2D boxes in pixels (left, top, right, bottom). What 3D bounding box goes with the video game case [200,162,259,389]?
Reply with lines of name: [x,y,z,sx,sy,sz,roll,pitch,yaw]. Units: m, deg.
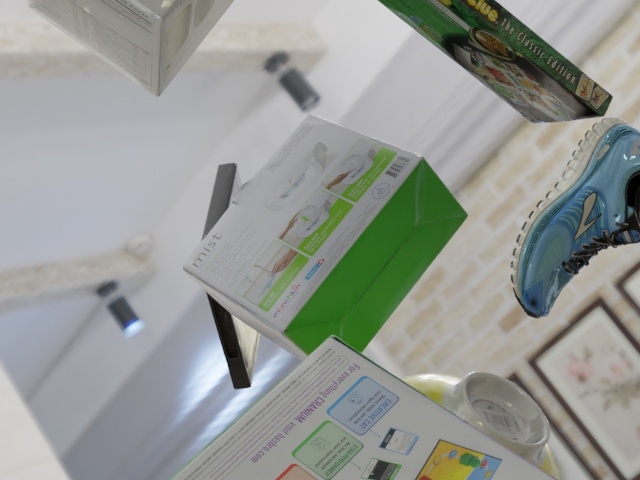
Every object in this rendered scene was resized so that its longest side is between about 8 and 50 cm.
video game case: [-0.135,0.052,1.932,0.035,0.275,0.248,-7,-56,8]

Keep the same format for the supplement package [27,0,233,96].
supplement package: [-0.204,-0.329,1.385,0.199,0.198,0.262,-55,0,-14]

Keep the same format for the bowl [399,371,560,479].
bowl: [0.170,0.243,1.383,0.289,0.289,0.156,-10,-40,-52]

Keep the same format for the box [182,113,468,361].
box: [0.000,0.000,1.483,0.262,0.231,0.127,-52,-50,-11]

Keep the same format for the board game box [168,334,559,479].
board game box: [0.045,0.224,0.787,0.242,0.316,0.064,-39,-37,-28]

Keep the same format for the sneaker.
sneaker: [0.201,-0.011,0.906,0.162,0.073,0.063,-59,-29,4]

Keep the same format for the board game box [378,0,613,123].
board game box: [0.159,-0.202,1.219,0.030,0.260,0.136,-58,19,-7]
